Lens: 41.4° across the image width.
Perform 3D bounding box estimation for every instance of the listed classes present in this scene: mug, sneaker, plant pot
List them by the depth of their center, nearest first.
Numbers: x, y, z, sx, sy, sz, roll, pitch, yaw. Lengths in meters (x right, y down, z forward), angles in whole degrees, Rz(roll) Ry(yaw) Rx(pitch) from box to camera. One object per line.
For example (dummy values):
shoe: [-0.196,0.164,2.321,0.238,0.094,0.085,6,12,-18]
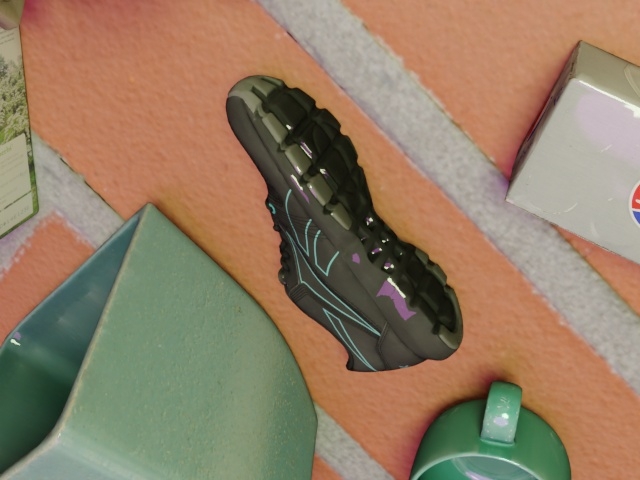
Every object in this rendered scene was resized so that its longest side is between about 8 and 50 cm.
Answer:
sneaker: [0.000,0.000,0.650,0.106,0.101,0.267,-27,105,31]
mug: [0.149,0.189,0.698,0.129,0.097,0.157,39,122,-3]
plant pot: [-0.142,0.175,0.716,0.252,0.247,0.248,38,124,-23]

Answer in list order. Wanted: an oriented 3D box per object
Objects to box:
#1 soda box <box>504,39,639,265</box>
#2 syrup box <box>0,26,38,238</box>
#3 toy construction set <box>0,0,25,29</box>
soda box: [0.273,-0.020,0.548,0.286,0.091,0.098,26,123,5]
syrup box: [-0.310,-0.115,0.701,0.096,0.093,0.236,11,120,14]
toy construction set: [-0.191,-0.277,0.523,0.237,0.257,0.308,-6,94,35]
